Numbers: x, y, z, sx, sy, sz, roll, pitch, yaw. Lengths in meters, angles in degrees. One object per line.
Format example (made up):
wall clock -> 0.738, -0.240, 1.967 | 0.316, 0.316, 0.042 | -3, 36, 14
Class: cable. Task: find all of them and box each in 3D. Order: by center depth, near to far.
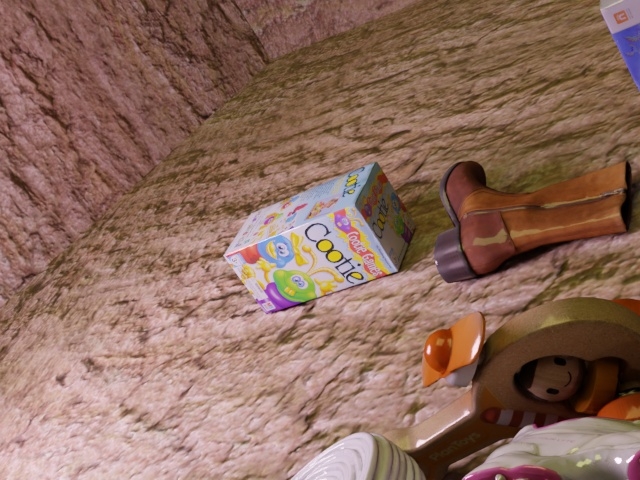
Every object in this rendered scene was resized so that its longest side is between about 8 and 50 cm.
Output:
cable -> -0.001, 0.302, 0.879 | 0.257, 0.089, 0.257 | -47, 8, 5

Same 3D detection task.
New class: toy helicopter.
toy helicopter -> 0.164, 0.162, 0.910 | 0.355, 0.235, 0.140 | -41, 33, 37

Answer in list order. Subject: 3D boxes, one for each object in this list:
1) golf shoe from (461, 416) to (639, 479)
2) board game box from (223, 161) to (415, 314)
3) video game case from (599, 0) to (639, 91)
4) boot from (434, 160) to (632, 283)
golf shoe -> 0.263, 0.181, 0.720 | 0.306, 0.115, 0.140 | -8, 15, 33
board game box -> 0.000, 0.000, 1.575 | 0.275, 0.142, 0.144 | -20, 25, 32
video game case -> 0.525, -0.244, 1.168 | 0.244, 0.269, 0.061 | -21, 27, 31
boot -> 0.311, -0.070, 1.348 | 0.280, 0.096, 0.264 | -21, 24, 28
